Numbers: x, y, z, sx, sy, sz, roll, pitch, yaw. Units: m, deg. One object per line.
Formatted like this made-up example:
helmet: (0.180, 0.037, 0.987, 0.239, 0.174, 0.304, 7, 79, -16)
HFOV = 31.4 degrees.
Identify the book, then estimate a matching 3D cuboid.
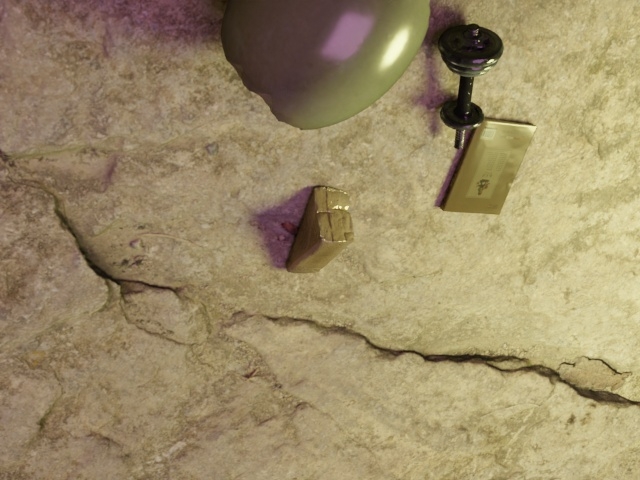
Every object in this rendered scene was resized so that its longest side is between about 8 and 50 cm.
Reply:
book: (0.317, -0.137, 2.142, 0.138, 0.016, 0.199, 3, 122, -30)

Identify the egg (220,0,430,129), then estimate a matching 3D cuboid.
egg: (0.022, -0.337, 1.665, 0.336, 0.278, 0.278, -43, 132, 11)

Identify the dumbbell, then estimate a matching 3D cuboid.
dumbbell: (0.250, -0.262, 1.965, 0.110, 0.110, 0.255, -16, 136, -17)

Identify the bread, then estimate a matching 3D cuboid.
bread: (-0.007, -0.015, 2.061, 0.077, 0.105, 0.152, 6, 153, -31)
